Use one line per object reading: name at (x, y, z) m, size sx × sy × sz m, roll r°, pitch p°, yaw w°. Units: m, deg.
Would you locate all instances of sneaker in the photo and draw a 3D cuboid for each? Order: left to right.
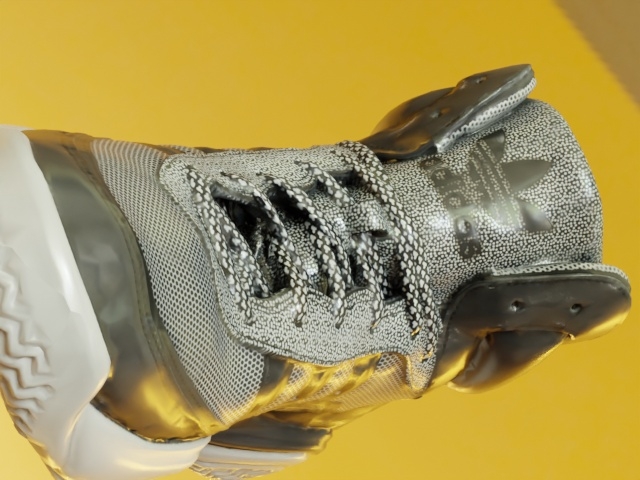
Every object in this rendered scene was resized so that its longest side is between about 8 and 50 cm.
sneaker at (0.000, 0.000, 0.556) m, size 0.153 × 0.101 × 0.268 m, roll -23°, pitch -12°, yaw 8°
